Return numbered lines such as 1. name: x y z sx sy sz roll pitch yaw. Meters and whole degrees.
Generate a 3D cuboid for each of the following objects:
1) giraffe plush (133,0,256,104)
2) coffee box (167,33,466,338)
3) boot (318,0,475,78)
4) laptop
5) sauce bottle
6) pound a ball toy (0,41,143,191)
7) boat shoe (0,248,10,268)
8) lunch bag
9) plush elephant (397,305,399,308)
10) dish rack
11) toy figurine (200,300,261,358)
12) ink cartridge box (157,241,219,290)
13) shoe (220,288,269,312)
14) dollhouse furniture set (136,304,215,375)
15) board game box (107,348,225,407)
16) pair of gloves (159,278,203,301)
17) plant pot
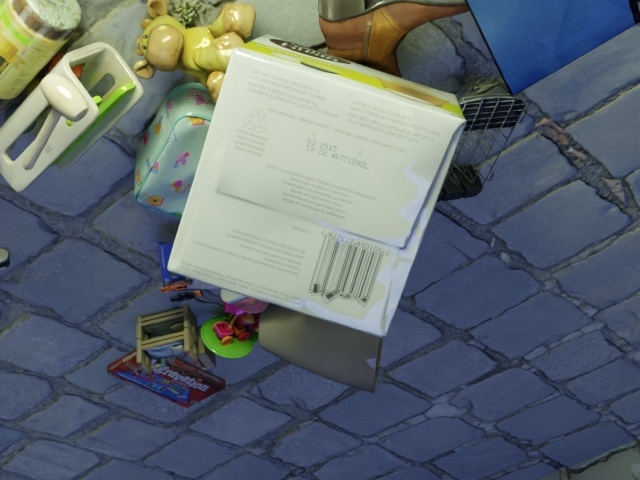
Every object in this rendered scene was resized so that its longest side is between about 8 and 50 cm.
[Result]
1. giraffe plush: -0.210 -0.309 1.500 0.170 0.181 0.210 15 174 -11
2. coffee box: 0.004 -0.101 1.444 0.337 0.334 0.338 18 107 1
3. boot: 0.130 -0.319 1.572 0.264 0.096 0.280 -8 143 0
4. laptop: 0.474 -0.355 1.424 0.236 0.408 0.382 -59 146 -8
5. sauce bottle: -0.518 -0.276 1.497 0.111 0.111 0.344 26 130 -36
6. pound a ball toy: -0.442 -0.206 1.514 0.319 0.208 0.136 -34 94 38
7. boat shoe: -0.708 0.045 1.936 0.125 0.046 0.038 -9 139 -12
8. lunch bag: -0.210 -0.152 1.717 0.224 0.108 0.279 11 140 -27
9. plush elephant: 0.000 0.000 1.810 0.255 0.330 0.272 -19 108 15
10. dish rack: 0.259 -0.177 1.764 0.208 0.074 0.271 -10 142 -28
11. toy figurine: -0.174 0.168 2.152 0.173 0.130 0.159 -9 139 -36
12. ink cartridge box: -0.186 0.031 1.994 0.311 0.065 0.186 -5 145 -7
13. shoe: -0.123 0.104 2.010 0.178 0.063 0.081 -22 145 28
14. dollhouse furniture set: -0.340 0.266 2.216 0.129 0.129 0.184 -14 142 8
15. board game box: -0.392 0.352 2.403 0.145 0.027 0.281 -31 137 26
16. pair of gloves: -0.300 0.108 2.022 0.074 0.010 0.083 -15 148 8
17. plant pot: 0.005 0.202 2.129 0.274 0.256 0.256 7 143 6
